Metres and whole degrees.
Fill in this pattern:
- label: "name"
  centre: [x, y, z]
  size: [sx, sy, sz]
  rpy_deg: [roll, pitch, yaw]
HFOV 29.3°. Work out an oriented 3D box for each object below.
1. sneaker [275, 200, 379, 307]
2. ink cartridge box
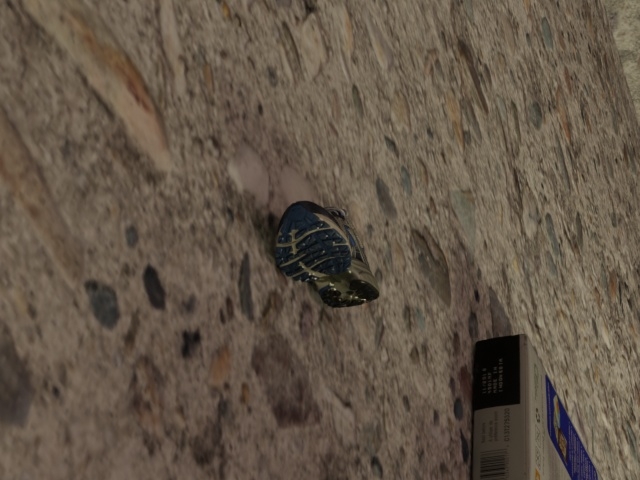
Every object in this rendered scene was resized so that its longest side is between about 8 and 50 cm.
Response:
- label: "sneaker"
  centre: [0.000, 0.000, 0.861]
  size: [0.135, 0.052, 0.058]
  rpy_deg: [55, 22, -60]
- label: "ink cartridge box"
  centre: [0.249, 0.272, 1.319]
  size: [0.371, 0.069, 0.175]
  rpy_deg: [53, 33, -44]
